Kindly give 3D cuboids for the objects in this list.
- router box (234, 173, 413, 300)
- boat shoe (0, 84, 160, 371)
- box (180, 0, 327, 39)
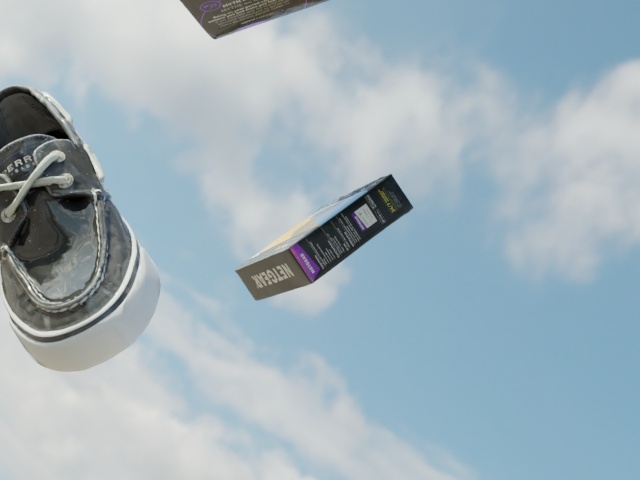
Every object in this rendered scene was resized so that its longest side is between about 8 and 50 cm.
[{"bbox_3d":[0.000,0.000,1.198,0.046,0.133,0.179,56,-22,-5],"label":"router box"},{"bbox_3d":[-0.195,-0.025,0.845,0.102,0.108,0.301,64,-1,-36],"label":"boat shoe"},{"bbox_3d":[-0.086,-0.326,1.133,0.270,0.165,0.143,43,30,-73],"label":"box"}]
